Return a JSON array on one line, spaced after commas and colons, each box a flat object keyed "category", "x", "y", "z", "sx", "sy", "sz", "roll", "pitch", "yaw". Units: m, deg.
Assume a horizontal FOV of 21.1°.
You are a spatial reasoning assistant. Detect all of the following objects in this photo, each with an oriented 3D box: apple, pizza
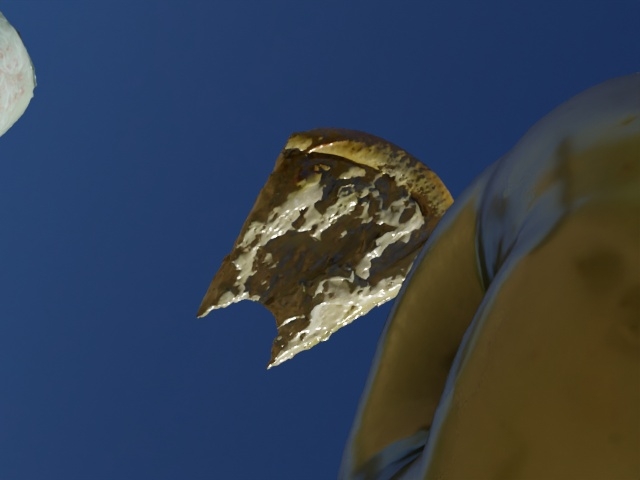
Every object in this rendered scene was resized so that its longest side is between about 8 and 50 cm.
[{"category": "apple", "x": 0.172, "y": 0.112, "z": 0.678, "sx": 0.357, "sy": 0.357, "sz": 0.357, "roll": -26, "pitch": -123, "yaw": 48}, {"category": "pizza", "x": 0.000, "y": 0.000, "z": 1.496, "sx": 0.181, "sy": 0.262, "sz": 0.034, "roll": 52, "pitch": -25, "yaw": 3}]

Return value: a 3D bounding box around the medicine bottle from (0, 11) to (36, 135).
[{"category": "medicine bottle", "x": -0.334, "y": -0.127, "z": 1.423, "sx": 0.147, "sy": 0.147, "sz": 0.143, "roll": -20, "pitch": -163, "yaw": 50}]
